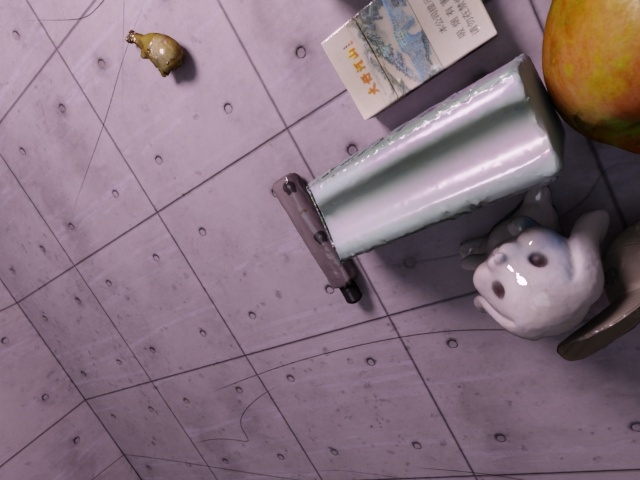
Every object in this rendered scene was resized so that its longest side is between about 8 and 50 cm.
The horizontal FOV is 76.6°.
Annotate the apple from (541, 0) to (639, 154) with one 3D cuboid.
[{"bbox_3d":[0.446,-0.262,0.465,0.340,0.339,0.339,10,115,21],"label":"apple"}]

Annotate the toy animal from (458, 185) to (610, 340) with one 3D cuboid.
[{"bbox_3d":[0.351,0.051,0.693,0.174,0.289,0.249,40,143,3],"label":"toy animal"}]

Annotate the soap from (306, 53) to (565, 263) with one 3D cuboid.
[{"bbox_3d":[0.155,-0.116,0.693,0.447,0.261,0.156,-25,102,40],"label":"soap"}]

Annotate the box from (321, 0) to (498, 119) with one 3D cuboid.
[{"bbox_3d":[0.150,-0.353,0.711,0.257,0.069,0.164,-27,98,31],"label":"box"}]

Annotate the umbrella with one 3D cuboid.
[{"bbox_3d":[0.000,0.000,0.937,0.073,0.067,0.337,-24,100,45],"label":"umbrella"}]

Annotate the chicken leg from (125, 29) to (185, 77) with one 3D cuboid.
[{"bbox_3d":[-0.384,-0.436,0.933,0.178,0.070,0.093,32,128,18],"label":"chicken leg"}]

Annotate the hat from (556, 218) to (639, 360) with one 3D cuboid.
[{"bbox_3d":[0.469,0.073,0.655,0.245,0.149,0.214,-24,144,6],"label":"hat"}]
